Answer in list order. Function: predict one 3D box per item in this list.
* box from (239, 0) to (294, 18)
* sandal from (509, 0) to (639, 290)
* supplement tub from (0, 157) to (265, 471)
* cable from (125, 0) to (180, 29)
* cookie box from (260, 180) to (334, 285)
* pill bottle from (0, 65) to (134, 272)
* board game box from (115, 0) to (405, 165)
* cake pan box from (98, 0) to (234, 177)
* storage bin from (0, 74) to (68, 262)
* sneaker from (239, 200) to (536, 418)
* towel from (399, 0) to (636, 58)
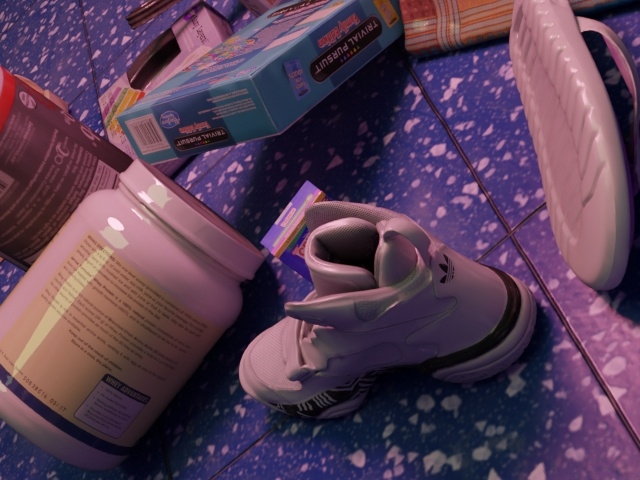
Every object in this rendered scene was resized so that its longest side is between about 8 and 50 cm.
[{"bbox_3d":[-0.098,-0.414,1.712,0.114,0.203,0.103,-55,36,-3],"label":"box"},{"bbox_3d":[0.268,-0.135,1.158,0.102,0.169,0.416,-3,48,-3],"label":"sandal"},{"bbox_3d":[-0.243,0.087,1.427,0.324,0.235,0.235,-51,36,2],"label":"supplement tub"},{"bbox_3d":[-0.162,-0.400,1.823,0.287,0.072,0.139,-41,24,-13],"label":"cable"},{"bbox_3d":[0.000,0.000,1.342,0.091,0.107,0.040,-53,36,0],"label":"cookie box"},{"bbox_3d":[-0.363,-0.062,1.574,0.210,0.363,0.210,-28,43,30],"label":"pill bottle"},{"bbox_3d":[-0.056,-0.223,1.493,0.254,0.079,0.336,-8,27,44],"label":"board game box"},{"bbox_3d":[-0.224,-0.226,1.813,0.246,0.070,0.267,-40,37,13],"label":"cake pan box"},{"bbox_3d":[-0.551,-0.116,2.031,0.260,0.123,0.262,-41,37,17],"label":"storage bin"},{"bbox_3d":[0.013,0.068,1.183,0.366,0.210,0.137,-17,49,39],"label":"sneaker"},{"bbox_3d":[0.220,-0.373,1.346,0.370,0.040,0.271,-8,92,44],"label":"towel"}]
